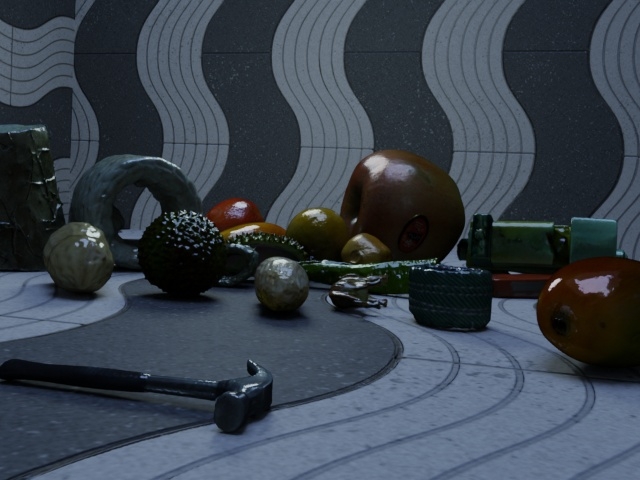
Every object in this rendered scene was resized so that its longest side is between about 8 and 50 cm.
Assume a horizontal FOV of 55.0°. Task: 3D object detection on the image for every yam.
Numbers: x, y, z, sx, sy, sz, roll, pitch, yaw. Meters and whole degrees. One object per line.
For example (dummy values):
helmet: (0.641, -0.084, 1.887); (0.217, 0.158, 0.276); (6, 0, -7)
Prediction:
yam: (-0.691, -0.088, 1.378); (0.241, 0.348, 0.241); (-6, 11, 1)

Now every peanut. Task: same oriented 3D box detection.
peanut: (-0.065, 0.068, 0.999); (0.087, 0.087, 0.207); (3, 3, -7)
peanut: (-0.427, 0.028, 1.087); (0.124, 0.123, 0.257); (2, 1, -25)

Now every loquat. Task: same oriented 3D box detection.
loquat: (0.000, 0.000, 1.502); (0.150, 0.172, 0.204); (-4, 23, 37)
loquat: (0.111, 0.049, 1.424); (0.137, 0.113, 0.137); (34, 0, 0)

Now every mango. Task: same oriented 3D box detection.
mango: (0.362, 0.087, 0.743); (0.146, 0.129, 0.289); (3, -7, 39)
mango: (-0.179, 0.018, 1.552); (0.252, 0.126, 0.154); (-1, -7, -45)

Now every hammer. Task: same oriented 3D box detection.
hammer: (-0.158, 0.117, 0.518); (0.247, 0.029, 0.103); (2, 3, 16)

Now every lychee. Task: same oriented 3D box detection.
lychee: (-0.236, 0.022, 1.082); (0.171, 0.171, 0.171); (3, 3, 0)

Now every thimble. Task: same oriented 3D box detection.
thimble: (0.196, 0.083, 0.940); (0.119, 0.090, 0.135); (2, 3, -30)
thimble: (-0.179, 0.048, 1.252); (0.110, 0.084, 0.062); (-26, -1, 4)
thimble: (-0.446, -0.061, 1.476); (0.292, 0.291, 0.195); (1, 4, -34)

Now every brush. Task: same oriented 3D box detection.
brush: (0.461, 0.097, 1.341); (0.324, 0.051, 0.070); (2, 0, -14)

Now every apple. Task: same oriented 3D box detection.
apple: (0.219, -0.061, 1.607); (0.305, 0.338, 0.338); (10, 1, -16)

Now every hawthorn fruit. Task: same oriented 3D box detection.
hawthorn fruit: (-0.271, -0.024, 1.778); (0.226, 0.196, 0.197); (-17, 12, -27)

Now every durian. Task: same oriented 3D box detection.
durian: (-0.136, 0.026, 1.361); (0.221, 0.137, 0.095); (1, 33, -25)

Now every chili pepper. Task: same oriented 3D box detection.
chili pepper: (0.067, 0.075, 1.261); (0.359, 0.084, 0.076); (-1, -37, 17)

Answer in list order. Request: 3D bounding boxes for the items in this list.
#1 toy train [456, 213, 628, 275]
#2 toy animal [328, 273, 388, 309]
toy train: (0.517, 0.022, 1.459); (0.397, 0.160, 0.253); (4, -10, 22)
toy animal: (0.064, 0.092, 1.070); (0.099, 0.056, 0.241); (-3, 3, 13)
